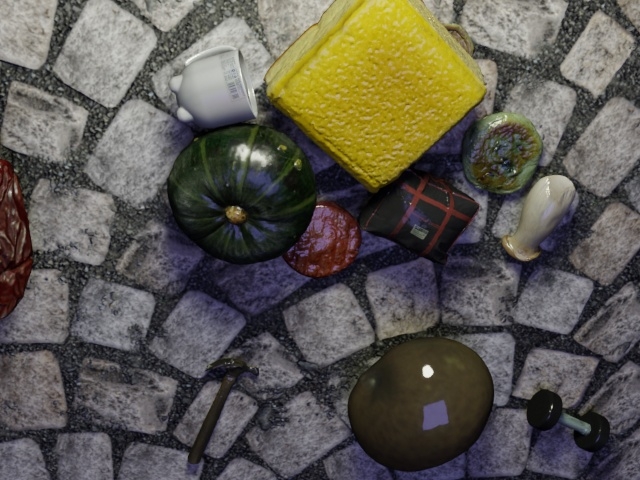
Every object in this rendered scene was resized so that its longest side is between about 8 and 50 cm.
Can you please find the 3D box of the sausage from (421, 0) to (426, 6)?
[{"bbox_3d":[0.131,-0.485,1.588,0.194,0.077,0.077,35,104,-20],"label":"sausage"}]

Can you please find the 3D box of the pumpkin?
[{"bbox_3d":[-0.151,-0.098,1.639,0.300,0.207,0.300,5,121,9],"label":"pumpkin"}]

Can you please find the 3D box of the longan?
[{"bbox_3d":[0.225,0.371,1.844,0.350,0.288,0.288,-37,112,18],"label":"longan"}]

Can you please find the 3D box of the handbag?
[{"bbox_3d":[0.208,-0.062,1.727,0.215,0.155,0.169,25,100,-14],"label":"handbag"}]

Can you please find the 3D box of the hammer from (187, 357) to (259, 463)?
[{"bbox_3d":[-0.249,0.406,1.929,0.125,0.027,0.297,19,109,-15],"label":"hammer"}]

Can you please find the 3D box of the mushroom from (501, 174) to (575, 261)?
[{"bbox_3d":[0.484,-0.051,1.806,0.097,0.088,0.212,-3,123,-41],"label":"mushroom"}]

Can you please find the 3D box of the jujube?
[{"bbox_3d":[-0.690,-0.008,1.622,0.216,0.216,0.342,5,105,-9],"label":"jujube"}]

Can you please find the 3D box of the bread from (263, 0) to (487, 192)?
[{"bbox_3d":[0.106,-0.304,1.570,0.323,0.143,0.333,-40,116,19],"label":"bread"}]

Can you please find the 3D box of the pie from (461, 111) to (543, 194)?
[{"bbox_3d":[0.392,-0.185,1.762,0.187,0.041,0.187,-3,113,-7],"label":"pie"}]

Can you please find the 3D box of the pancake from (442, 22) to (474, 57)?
[{"bbox_3d":[0.262,-0.390,1.679,0.115,0.011,0.115,-3,113,-8],"label":"pancake"}]

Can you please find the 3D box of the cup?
[{"bbox_3d":[-0.209,-0.300,1.557,0.142,0.134,0.173,-13,83,5],"label":"cup"}]

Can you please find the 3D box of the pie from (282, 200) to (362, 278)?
[{"bbox_3d":[0.000,0.000,1.783,0.182,0.049,0.182,-3,113,-8],"label":"pie"}]

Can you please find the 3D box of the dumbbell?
[{"bbox_3d":[0.611,0.445,2.015,0.191,0.100,0.100,25,107,-16],"label":"dumbbell"}]
